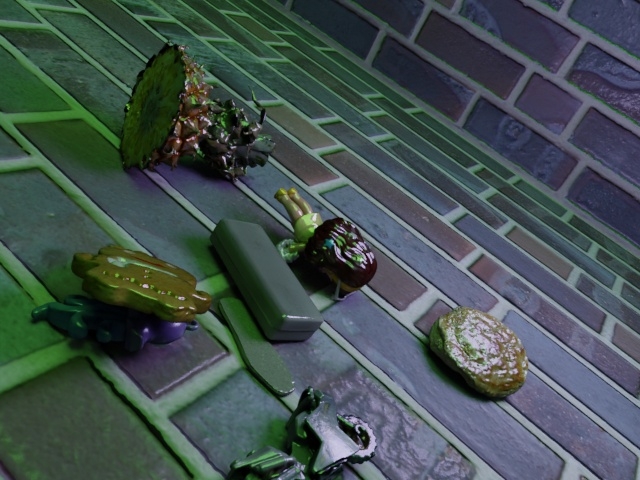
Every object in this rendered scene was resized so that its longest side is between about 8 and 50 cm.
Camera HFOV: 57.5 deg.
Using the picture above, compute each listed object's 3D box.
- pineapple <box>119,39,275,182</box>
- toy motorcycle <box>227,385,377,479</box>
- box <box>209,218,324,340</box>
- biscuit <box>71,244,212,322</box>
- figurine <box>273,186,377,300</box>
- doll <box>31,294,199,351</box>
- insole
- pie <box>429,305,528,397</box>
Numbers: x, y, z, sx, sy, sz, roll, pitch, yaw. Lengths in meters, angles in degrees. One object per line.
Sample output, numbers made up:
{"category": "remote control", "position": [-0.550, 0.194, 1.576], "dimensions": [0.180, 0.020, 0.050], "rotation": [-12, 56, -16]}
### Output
{"category": "pineapple", "position": [-0.224, -0.219, 1.169], "dimensions": [0.271, 0.262, 0.263], "rotation": [19, 29, -42]}
{"category": "toy motorcycle", "position": [-0.022, 0.252, 0.719], "dimensions": [0.215, 0.080, 0.122], "rotation": [-14, 51, -46]}
{"category": "box", "position": [-0.094, 0.061, 0.970], "dimensions": [0.103, 0.055, 0.244], "rotation": [11, 34, -46]}
{"category": "biscuit", "position": [-0.235, 0.049, 0.786], "dimensions": [0.184, 0.035, 0.249], "rotation": [21, 3, -14]}
{"category": "figurine", "position": [0.002, 0.001, 1.097], "dimensions": [0.240, 0.116, 0.174], "rotation": [40, 30, 19]}
{"category": "doll", "position": [-0.261, 0.101, 0.756], "dimensions": [0.205, 0.067, 0.110], "rotation": [8, 22, -12]}
{"category": "insole", "position": [-0.099, 0.155, 0.871], "dimensions": [0.063, 0.010, 0.192], "rotation": [0, 39, -43]}
{"category": "pie", "position": [0.288, 0.206, 1.074], "dimensions": [0.193, 0.079, 0.163], "rotation": [32, 39, 4]}
